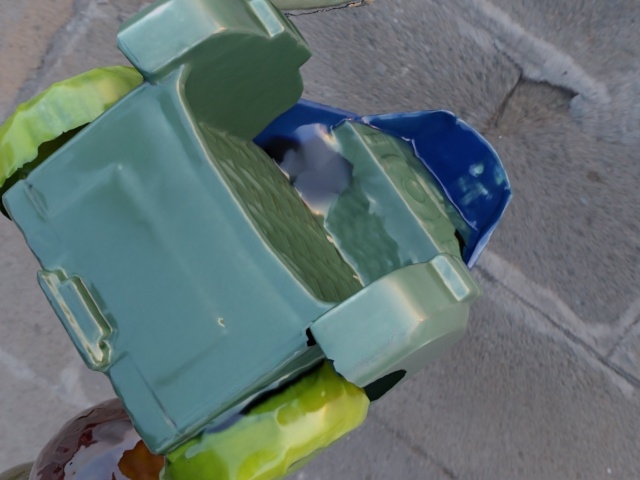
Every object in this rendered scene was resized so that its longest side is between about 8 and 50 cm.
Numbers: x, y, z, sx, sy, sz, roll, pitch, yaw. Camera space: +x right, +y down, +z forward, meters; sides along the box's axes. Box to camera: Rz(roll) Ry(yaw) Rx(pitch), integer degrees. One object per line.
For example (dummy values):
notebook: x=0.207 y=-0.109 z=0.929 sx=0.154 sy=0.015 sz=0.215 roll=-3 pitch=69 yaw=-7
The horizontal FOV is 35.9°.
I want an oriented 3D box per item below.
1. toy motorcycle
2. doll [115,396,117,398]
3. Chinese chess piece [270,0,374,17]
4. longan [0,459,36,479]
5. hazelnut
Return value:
toy motorcycle: x=0.000 y=0.000 z=0.524 sx=0.200 sy=0.326 sz=0.191 roll=-37 pitch=78 yaw=13
doll: x=-0.123 y=0.189 z=1.050 sx=0.195 sy=0.153 sz=0.258 roll=4 pitch=72 yaw=32
Chinese chess piece: x=-0.046 y=-0.353 z=0.854 sx=0.349 sy=0.146 sz=0.349 roll=5 pitch=55 yaw=-6
longan: x=-0.337 y=0.350 z=1.158 sx=0.167 sy=0.187 sz=0.167 roll=0 pitch=140 yaw=0
hazelnut: x=-0.132 y=0.217 z=0.745 sx=0.170 sy=0.160 sz=0.202 roll=-19 pitch=77 yaw=1
